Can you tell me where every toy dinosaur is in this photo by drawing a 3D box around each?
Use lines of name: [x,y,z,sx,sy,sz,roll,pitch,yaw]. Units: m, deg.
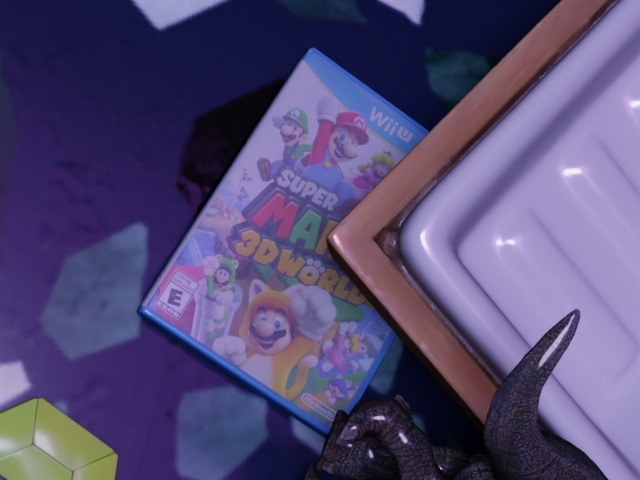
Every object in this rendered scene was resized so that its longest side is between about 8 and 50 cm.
toy dinosaur: [0.066,0.142,0.552,0.160,0.121,0.313,24,118,0]

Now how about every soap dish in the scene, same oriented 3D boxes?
soap dish: [0.160,-0.009,0.637,0.291,0.118,0.229,-45,102,-21]

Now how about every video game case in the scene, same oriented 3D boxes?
video game case: [0.000,0.000,0.645,0.119,0.015,0.166,35,72,-10]

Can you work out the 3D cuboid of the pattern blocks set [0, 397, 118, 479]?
pattern blocks set: [-0.190,0.195,0.542,0.325,0.026,0.285,32,72,-11]
